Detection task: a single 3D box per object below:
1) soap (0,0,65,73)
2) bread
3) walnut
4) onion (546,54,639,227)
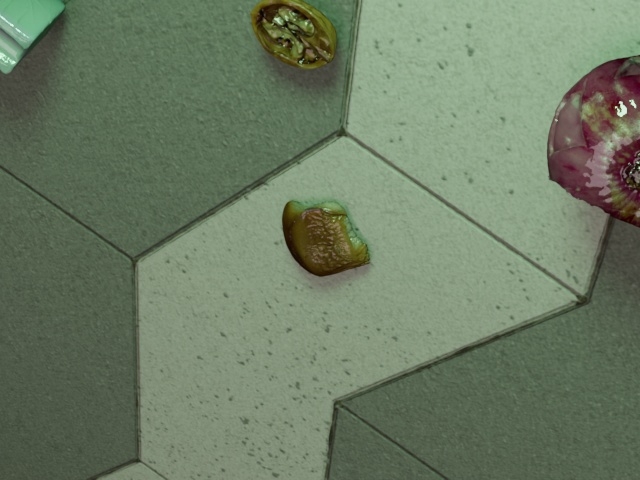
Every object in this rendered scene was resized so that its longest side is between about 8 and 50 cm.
[{"bbox_3d":[-0.476,-0.357,1.866,0.230,0.145,0.091,39,128,-11],"label":"soap"},{"bbox_3d":[0.000,0.000,1.946,0.126,0.044,0.129,-8,119,35],"label":"bread"},{"bbox_3d":[-0.027,-0.272,1.715,0.121,0.052,0.091,32,136,1],"label":"walnut"},{"bbox_3d":[0.370,-0.117,1.517,0.207,0.200,0.200,36,139,18],"label":"onion"}]
